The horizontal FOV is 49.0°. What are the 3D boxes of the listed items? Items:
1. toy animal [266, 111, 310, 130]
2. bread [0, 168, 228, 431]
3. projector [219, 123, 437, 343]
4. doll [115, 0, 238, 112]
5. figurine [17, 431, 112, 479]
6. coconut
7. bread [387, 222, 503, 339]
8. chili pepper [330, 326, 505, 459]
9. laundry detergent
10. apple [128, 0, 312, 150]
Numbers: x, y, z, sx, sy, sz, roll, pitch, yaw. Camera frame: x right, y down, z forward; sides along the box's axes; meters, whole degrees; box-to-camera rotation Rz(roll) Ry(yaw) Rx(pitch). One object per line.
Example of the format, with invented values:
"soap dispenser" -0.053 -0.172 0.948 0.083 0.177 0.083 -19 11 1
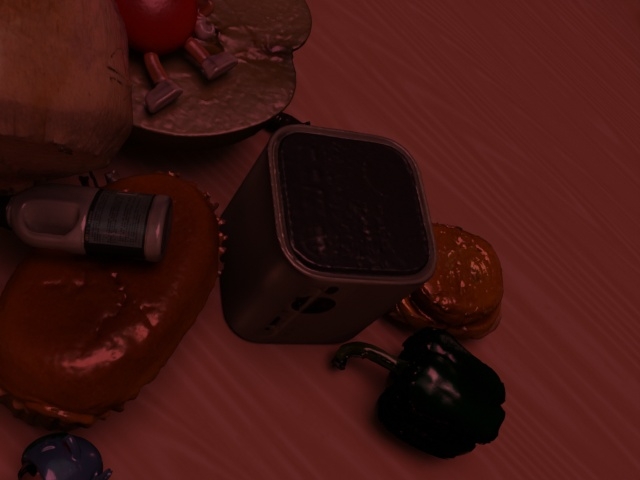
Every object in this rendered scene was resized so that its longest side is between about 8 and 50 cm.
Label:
"toy animal" -0.066 -0.206 1.270 0.136 0.047 0.065 22 48 -8
"bread" -0.272 0.065 0.932 0.236 0.183 0.388 27 55 -9
"projector" 0.000 0.000 1.065 0.249 0.249 0.248 5 61 -25
"doll" -0.239 -0.310 1.008 0.183 0.085 0.217 -35 100 -20
"figurine" -0.306 0.322 0.822 0.144 0.114 0.178 -32 97 -25
"coconut" -0.428 -0.250 0.812 0.405 0.404 0.404 12 59 -21
"bread" 0.216 0.068 1.219 0.236 0.120 0.198 14 57 -21
"chili pepper" 0.151 0.219 1.082 0.261 0.165 0.174 31 66 -7
"laundry detergent" -0.301 -0.027 0.861 0.226 0.070 0.099 7 50 -6
"apple" -0.206 -0.307 1.106 0.360 0.320 0.311 13 21 -14
